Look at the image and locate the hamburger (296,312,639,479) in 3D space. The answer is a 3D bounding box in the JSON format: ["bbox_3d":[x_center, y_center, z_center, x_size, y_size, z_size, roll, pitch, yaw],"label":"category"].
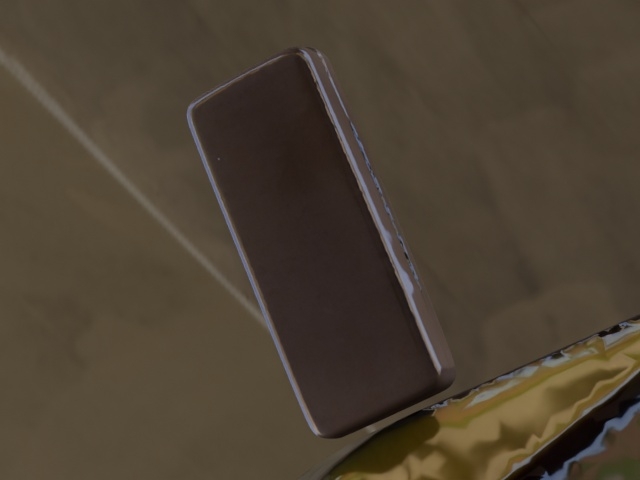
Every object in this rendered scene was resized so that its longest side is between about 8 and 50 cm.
[{"bbox_3d":[0.103,0.138,0.618,0.295,0.227,0.151,-22,-28,-13],"label":"hamburger"}]

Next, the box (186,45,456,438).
[{"bbox_3d":[0.000,0.000,0.589,0.048,0.115,0.025,-28,-15,21],"label":"box"}]
